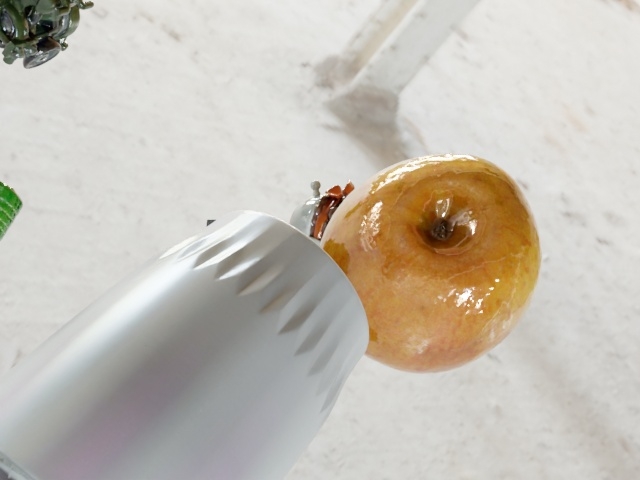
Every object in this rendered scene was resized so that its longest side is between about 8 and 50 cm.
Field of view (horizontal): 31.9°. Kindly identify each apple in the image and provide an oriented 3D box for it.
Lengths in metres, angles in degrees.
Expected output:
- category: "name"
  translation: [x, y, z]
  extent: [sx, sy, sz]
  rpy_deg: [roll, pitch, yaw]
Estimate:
- category: "apple"
  translation: [0.147, 0.025, 1.503]
  extent: [0.299, 0.275, 0.299]
  rpy_deg: [5, 62, -10]

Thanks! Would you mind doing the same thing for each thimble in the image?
- category: "thimble"
  translation: [-0.515, -0.052, 1.676]
  extent: [0.118, 0.130, 0.090]
  rpy_deg: [35, 66, -23]

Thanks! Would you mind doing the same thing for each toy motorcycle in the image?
- category: "toy motorcycle"
  translation: [-0.441, -0.392, 1.845]
  extent: [0.127, 0.275, 0.205]
  rpy_deg: [50, 32, 2]

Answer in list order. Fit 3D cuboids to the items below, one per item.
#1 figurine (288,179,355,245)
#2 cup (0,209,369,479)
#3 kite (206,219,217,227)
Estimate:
- category: "figurine"
  translation: [0.000, 0.000, 1.945]
  extent: [0.160, 0.226, 0.183]
  rpy_deg: [34, 17, 35]
- category: "cup"
  translation: [-0.138, 0.159, 1.030]
  extent: [0.253, 0.253, 0.371]
  rpy_deg: [44, 58, 4]
- category: "kite"
  translation: [-0.088, 0.058, 2.185]
  extent: [0.022, 0.360, 0.204]
  rpy_deg: [-30, 115, -52]
